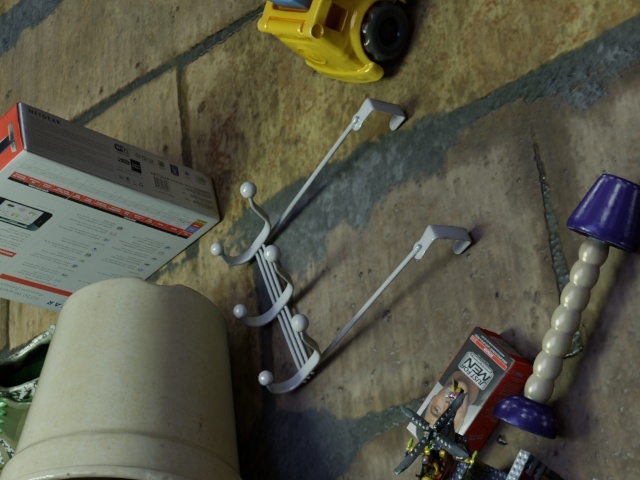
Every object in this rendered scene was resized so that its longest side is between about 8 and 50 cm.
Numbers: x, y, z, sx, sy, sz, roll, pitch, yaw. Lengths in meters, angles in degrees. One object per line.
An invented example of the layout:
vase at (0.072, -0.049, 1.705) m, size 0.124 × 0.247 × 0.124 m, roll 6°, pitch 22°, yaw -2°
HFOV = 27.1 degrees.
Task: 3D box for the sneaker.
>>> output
sneaker at (-0.432, 0.210, 1.923) m, size 0.410 × 0.182 × 0.158 m, roll -36°, pitch 52°, yaw 30°

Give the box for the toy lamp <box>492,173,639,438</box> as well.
toy lamp at (0.262, 0.066, 1.367) m, size 0.080 × 0.080 × 0.274 m, roll 24°, pitch 95°, yaw 47°

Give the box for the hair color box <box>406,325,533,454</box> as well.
hair color box at (0.163, 0.172, 1.445) m, size 0.072 × 0.043 × 0.141 m, roll 43°, pitch 106°, yaw 44°

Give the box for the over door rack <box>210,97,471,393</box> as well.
over door rack at (0.000, 0.000, 1.630) m, size 0.324 × 0.108 × 0.239 m, roll -43°, pitch 50°, yaw 25°

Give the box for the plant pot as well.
plant pot at (-0.232, 0.228, 1.653) m, size 0.334 × 0.334 × 0.305 m, roll -29°, pitch 44°, yaw 35°

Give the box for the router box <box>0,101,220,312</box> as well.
router box at (-0.363, -0.027, 1.835) m, size 0.301 × 0.335 × 0.082 m, roll -36°, pitch 53°, yaw 30°

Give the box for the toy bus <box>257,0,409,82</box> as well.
toy bus at (0.010, -0.336, 1.678) m, size 0.149 × 0.211 × 0.220 m, roll 17°, pitch 85°, yaw 48°

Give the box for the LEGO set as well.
LEGO set at (0.159, 0.300, 1.257) m, size 0.331 × 0.192 × 0.255 m, roll 28°, pitch 82°, yaw 48°
